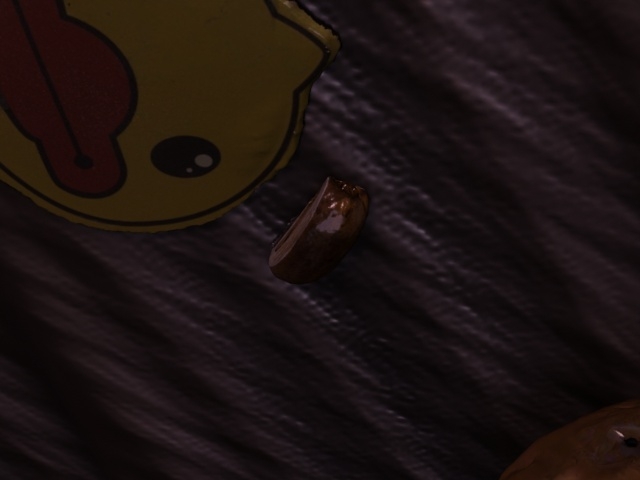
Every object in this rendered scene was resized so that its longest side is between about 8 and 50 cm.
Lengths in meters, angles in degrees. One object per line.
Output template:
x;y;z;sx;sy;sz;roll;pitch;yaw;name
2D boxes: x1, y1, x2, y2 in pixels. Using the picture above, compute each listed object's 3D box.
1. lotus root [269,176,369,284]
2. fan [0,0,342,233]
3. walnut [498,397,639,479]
0.000;0.001;0.711;0.037;0.030;0.083;24;133;-18;lotus root
-0.153;-0.085;0.659;0.335;0.011;0.230;-5;133;11;fan
0.217;0.197;0.768;0.245;0.198;0.198;-20;129;20;walnut
